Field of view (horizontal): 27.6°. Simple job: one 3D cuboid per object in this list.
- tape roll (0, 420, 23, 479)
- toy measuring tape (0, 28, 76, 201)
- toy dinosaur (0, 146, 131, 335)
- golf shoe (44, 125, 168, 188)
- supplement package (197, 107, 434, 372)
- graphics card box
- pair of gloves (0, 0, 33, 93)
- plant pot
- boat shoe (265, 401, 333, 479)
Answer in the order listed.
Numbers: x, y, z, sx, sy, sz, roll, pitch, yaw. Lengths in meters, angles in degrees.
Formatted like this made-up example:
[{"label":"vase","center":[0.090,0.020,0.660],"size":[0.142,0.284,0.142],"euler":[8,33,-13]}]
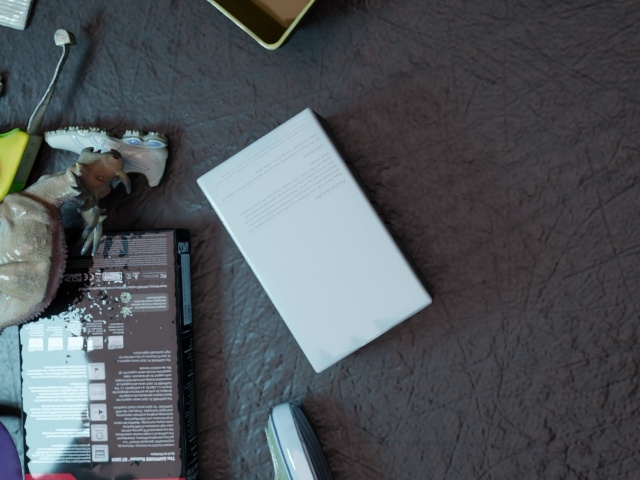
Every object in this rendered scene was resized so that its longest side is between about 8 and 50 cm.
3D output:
[{"label":"tape roll","center":[-0.502,0.325,1.786],"size":[0.189,0.080,0.189],"euler":[3,96,34]},{"label":"toy measuring tape","center":[-0.446,-0.151,1.795],"size":[0.121,0.121,0.330],"euler":[22,93,6]},{"label":"toy dinosaur","center":[-0.370,0.013,1.696],"size":[0.200,0.127,0.295],"euler":[13,96,1]},{"label":"golf shoe","center":[-0.299,-0.115,1.801],"size":[0.176,0.069,0.086],"euler":[7,98,8]},{"label":"supplement package","center":[0.000,0.000,1.708],"size":[0.178,0.175,0.293],"euler":[-32,87,5]},{"label":"graphics card box","center":[-0.293,0.169,1.790],"size":[0.233,0.094,0.370],"euler":[-3,92,8]},{"label":"pair of gloves","center":[-0.529,-0.288,1.837],"size":[0.204,0.042,0.240],"euler":[22,94,6]},{"label":"plant pot","center":[-0.063,-0.382,1.704],"size":[0.212,0.187,0.212],"euler":[40,95,4]},{"label":"boat shoe","center":[-0.023,0.370,1.754],"size":[0.094,0.109,0.302],"euler":[-19,91,9]}]
